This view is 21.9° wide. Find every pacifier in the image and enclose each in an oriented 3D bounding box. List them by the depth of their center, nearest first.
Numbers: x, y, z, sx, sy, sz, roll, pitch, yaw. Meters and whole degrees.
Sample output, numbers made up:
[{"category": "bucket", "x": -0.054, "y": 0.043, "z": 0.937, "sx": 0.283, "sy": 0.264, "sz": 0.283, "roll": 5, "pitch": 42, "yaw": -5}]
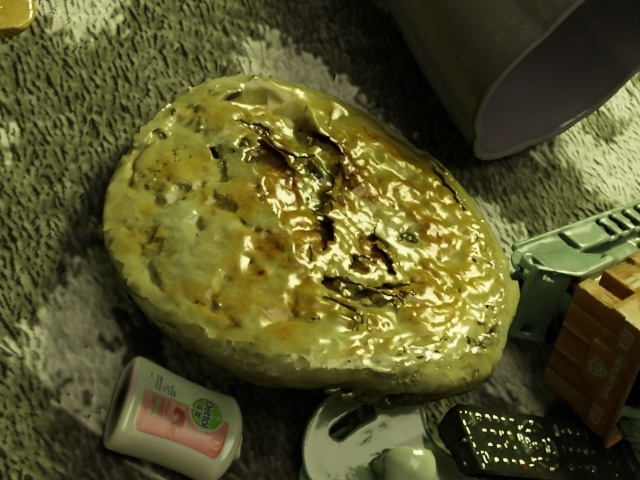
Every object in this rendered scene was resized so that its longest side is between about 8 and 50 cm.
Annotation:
[{"category": "pacifier", "x": 0.049, "y": 0.175, "z": 1.218, "sx": 0.127, "sy": 0.116, "sz": 0.150, "roll": -27, "pitch": 84, "yaw": -12}]

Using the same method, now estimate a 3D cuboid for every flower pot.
[{"category": "flower pot", "x": 0.165, "y": -0.239, "z": 1.442, "sx": 0.265, "sy": 0.265, "sz": 0.243, "roll": -22, "pitch": 63, "yaw": -37}]

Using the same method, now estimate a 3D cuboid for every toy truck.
[{"category": "toy truck", "x": 0.312, "y": 0.030, "z": 1.428, "sx": 0.338, "sy": 0.133, "sz": 0.184, "roll": -24, "pitch": 51, "yaw": -39}]

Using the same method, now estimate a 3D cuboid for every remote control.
[{"category": "remote control", "x": 0.183, "y": 0.168, "z": 1.303, "sx": 0.245, "sy": 0.025, "sz": 0.063, "roll": 15, "pitch": 41, "yaw": -46}]

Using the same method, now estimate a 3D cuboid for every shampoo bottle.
[{"category": "shampoo bottle", "x": -0.101, "y": 0.133, "z": 1.190, "sx": 0.099, "sy": 0.043, "sz": 0.072, "roll": 25, "pitch": 55, "yaw": -18}]

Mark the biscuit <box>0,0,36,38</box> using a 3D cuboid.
[{"category": "biscuit", "x": -0.303, "y": -0.124, "z": 1.139, "sx": 0.153, "sy": 0.030, "sz": 0.234, "roll": 31, "pitch": 54, "yaw": -13}]

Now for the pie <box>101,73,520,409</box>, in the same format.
[{"category": "pie", "x": 0.000, "y": 0.001, "z": 1.267, "sx": 0.339, "sy": 0.077, "sz": 0.339, "roll": 13, "pitch": 44, "yaw": -13}]
